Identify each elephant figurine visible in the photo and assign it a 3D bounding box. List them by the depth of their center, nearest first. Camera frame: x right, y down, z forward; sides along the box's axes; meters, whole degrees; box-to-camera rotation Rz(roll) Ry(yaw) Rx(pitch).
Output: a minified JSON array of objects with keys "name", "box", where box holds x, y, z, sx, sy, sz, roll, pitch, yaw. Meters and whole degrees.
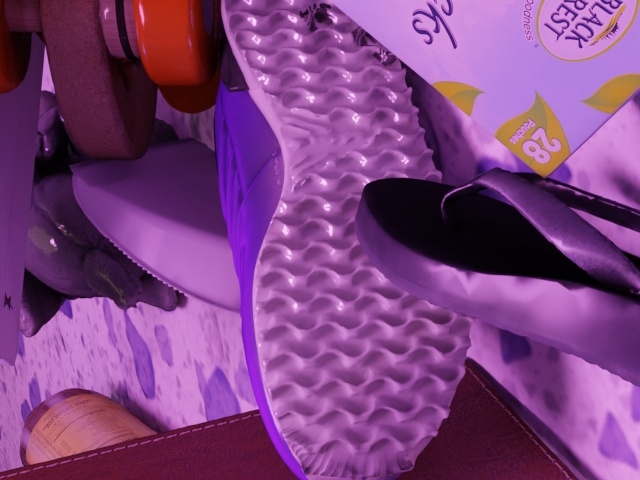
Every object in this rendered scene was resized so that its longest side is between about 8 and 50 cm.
[{"name":"elephant figurine","box":[-0.182,0.000,1.027,0.169,0.186,0.239,22,149,6]}]

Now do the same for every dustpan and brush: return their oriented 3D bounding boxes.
[{"name":"dustpan and brush","box":[-0.041,0.019,0.791,0.211,0.147,0.060,31,114,19]}]

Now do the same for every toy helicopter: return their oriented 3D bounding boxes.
[{"name":"toy helicopter","box":[-0.121,-0.220,0.788,0.235,0.140,0.355,61,-152,-76]}]

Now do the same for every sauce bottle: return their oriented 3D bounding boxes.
[{"name":"sauce bottle","box":[-0.155,0.217,1.089,0.344,0.111,0.111,22,121,59]}]

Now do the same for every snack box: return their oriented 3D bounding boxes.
[{"name":"snack box","box":[0.052,-0.141,0.444,0.207,0.070,0.174,39,151,2]}]

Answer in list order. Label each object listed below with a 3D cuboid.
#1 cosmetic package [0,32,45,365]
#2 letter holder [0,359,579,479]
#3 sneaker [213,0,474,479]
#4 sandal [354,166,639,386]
[{"name":"cosmetic package","box":[-0.244,-0.138,0.714,0.284,0.097,0.377,52,-142,-71]},{"name":"letter holder","box":[-0.017,0.198,0.576,0.214,0.301,0.152,-134,39,-52]},{"name":"sneaker","box":[0.001,0.000,0.665,0.146,0.102,0.293,108,158,-58]},{"name":"sandal","box":[0.115,0.011,0.492,0.254,0.097,0.054,25,113,46]}]
